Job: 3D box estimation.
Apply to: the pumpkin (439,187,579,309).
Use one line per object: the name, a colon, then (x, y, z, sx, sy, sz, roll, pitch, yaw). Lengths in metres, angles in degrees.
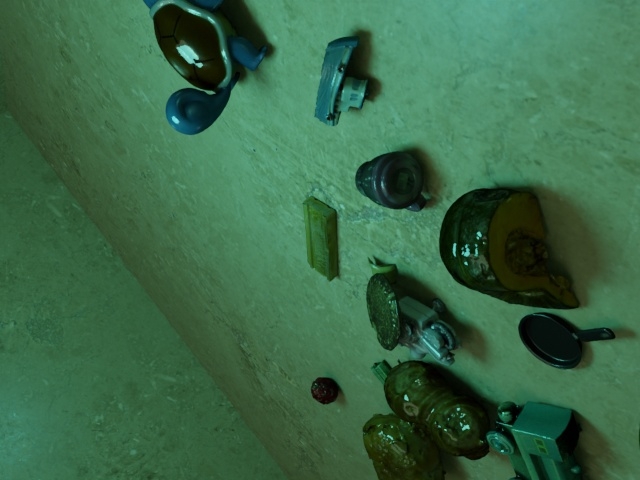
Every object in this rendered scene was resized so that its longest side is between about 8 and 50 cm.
pumpkin: (0.352, 0.012, 1.187, 0.281, 0.190, 0.139, 18, 168, -32)

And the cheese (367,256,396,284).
cheese: (0.145, 0.076, 1.597, 0.084, 0.041, 0.060, 26, 143, 38)

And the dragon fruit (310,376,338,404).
dragon fruit: (0.023, 0.530, 2.248, 0.094, 0.094, 0.190, 37, 169, 27)

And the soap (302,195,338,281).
soap: (0.001, 0.000, 1.730, 0.092, 0.037, 0.252, 35, 147, 32)

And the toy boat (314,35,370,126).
toy boat: (0.051, -0.314, 1.288, 0.102, 0.088, 0.215, 12, 142, 2)

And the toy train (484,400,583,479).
toy train: (0.503, 0.494, 1.459, 0.194, 0.120, 0.298, 0, 125, 46)

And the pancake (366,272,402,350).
pancake: (0.151, 0.171, 1.547, 0.199, 0.021, 0.199, 171, 90, -74)

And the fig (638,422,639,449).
fig: (0.653, 0.314, 1.003, 0.275, 0.206, 0.206, 7, 129, 35)

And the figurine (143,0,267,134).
figurine: (-0.276, -0.456, 1.495, 0.298, 0.243, 0.416, 170, 87, -68)

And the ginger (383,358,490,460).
ginger: (0.299, 0.429, 1.657, 0.357, 0.152, 0.274, 33, 175, 38)

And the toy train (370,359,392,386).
toy train: (0.192, 0.391, 1.881, 0.093, 0.038, 0.056, 51, 145, 5)

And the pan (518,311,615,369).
pan: (0.479, 0.187, 1.245, 0.136, 0.028, 0.235, 54, 154, -2)

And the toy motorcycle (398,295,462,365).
toy motorcycle: (0.232, 0.219, 1.558, 0.260, 0.110, 0.170, 30, 144, 46)

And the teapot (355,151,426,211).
teapot: (0.147, -0.124, 1.338, 0.146, 0.148, 0.116, 15, 99, 64)

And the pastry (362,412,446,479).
pastry: (0.257, 0.640, 1.928, 0.255, 0.162, 0.310, 9, 127, 49)
